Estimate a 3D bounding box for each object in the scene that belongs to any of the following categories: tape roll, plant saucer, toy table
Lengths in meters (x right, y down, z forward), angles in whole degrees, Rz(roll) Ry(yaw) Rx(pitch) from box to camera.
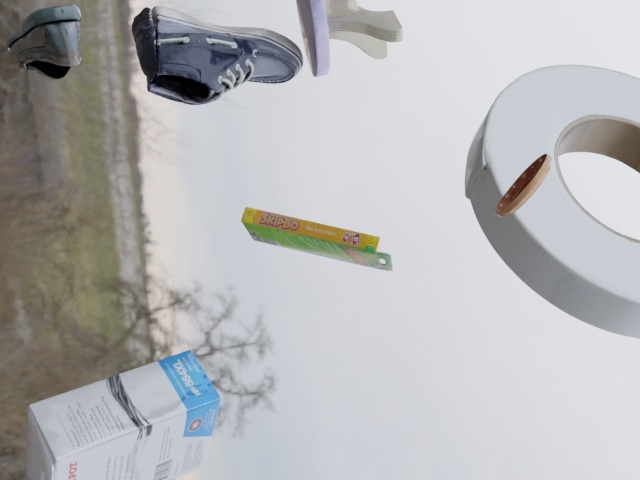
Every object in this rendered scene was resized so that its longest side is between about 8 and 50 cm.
[{"bbox_3d":[0.371,-0.058,1.232,0.072,0.391,0.392,113,-32,-51],"label":"tape roll"},{"bbox_3d":[0.218,-0.057,1.057,0.013,0.083,0.083,40,-15,-3],"label":"plant saucer"},{"bbox_3d":[0.045,-0.441,1.857,0.274,0.160,0.252,87,-12,-57],"label":"toy table"}]

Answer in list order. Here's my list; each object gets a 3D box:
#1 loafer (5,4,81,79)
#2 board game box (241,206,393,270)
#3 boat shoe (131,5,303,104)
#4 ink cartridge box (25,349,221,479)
[{"bbox_3d":[-0.396,-0.268,1.434,0.267,0.096,0.084,174,-97,-68],"label":"loafer"},{"bbox_3d":[0.000,0.000,1.704,0.124,0.259,0.039,68,38,-74],"label":"board game box"},{"bbox_3d":[-0.178,-0.308,1.814,0.127,0.340,0.158,-49,-136,47],"label":"boat shoe"},{"bbox_3d":[-0.230,0.228,1.148,0.086,0.203,0.148,53,-36,32],"label":"ink cartridge box"}]
